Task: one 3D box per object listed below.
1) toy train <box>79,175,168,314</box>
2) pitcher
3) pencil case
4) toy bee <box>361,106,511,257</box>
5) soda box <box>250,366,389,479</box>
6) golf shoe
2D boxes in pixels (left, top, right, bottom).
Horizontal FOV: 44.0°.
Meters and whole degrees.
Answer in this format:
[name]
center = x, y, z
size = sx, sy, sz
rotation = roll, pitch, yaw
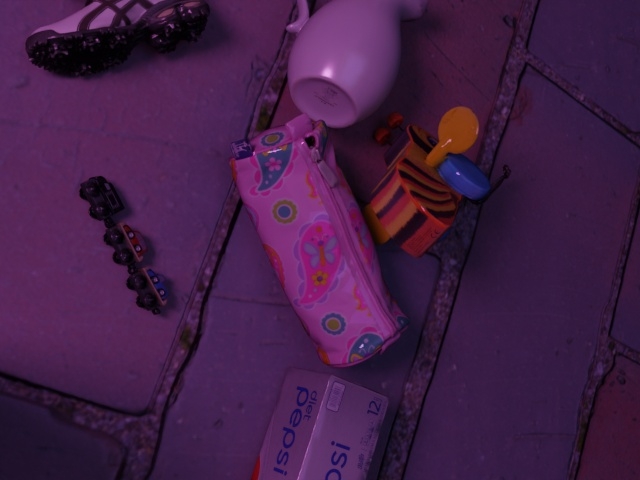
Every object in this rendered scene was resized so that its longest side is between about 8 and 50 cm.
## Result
[toy train]
center = -0.201, 0.005, 0.828
size = 0.036, 0.027, 0.158
rotation = -35, 105, -40
[pitcher]
center = 0.019, -0.248, 0.935
size = 0.177, 0.125, 0.207
rotation = 28, 61, -7
[pencil case]
center = 0.000, 0.000, 0.900
size = 0.124, 0.124, 0.284
rotation = -30, 104, -30
[toy bee]
center = 0.115, -0.077, 0.969
size = 0.162, 0.298, 0.195
rotation = 43, 97, 8
[soda box]
center = -0.023, 0.293, 0.883
size = 0.091, 0.098, 0.287
rotation = 27, 75, -30
[golf shoe]
center = -0.215, -0.232, 0.813
size = 0.198, 0.077, 0.094
rotation = -24, 83, -32
